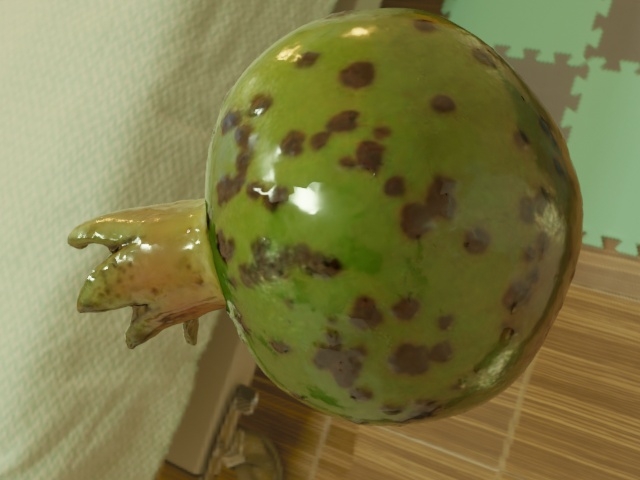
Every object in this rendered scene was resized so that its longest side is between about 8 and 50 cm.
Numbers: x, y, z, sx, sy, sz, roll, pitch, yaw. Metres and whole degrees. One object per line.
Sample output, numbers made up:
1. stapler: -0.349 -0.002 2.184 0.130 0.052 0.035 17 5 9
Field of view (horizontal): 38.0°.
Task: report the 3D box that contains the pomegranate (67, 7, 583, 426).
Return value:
1. pomegranate: 0.010 0.011 0.534 0.286 0.231 0.231 -39 61 17
